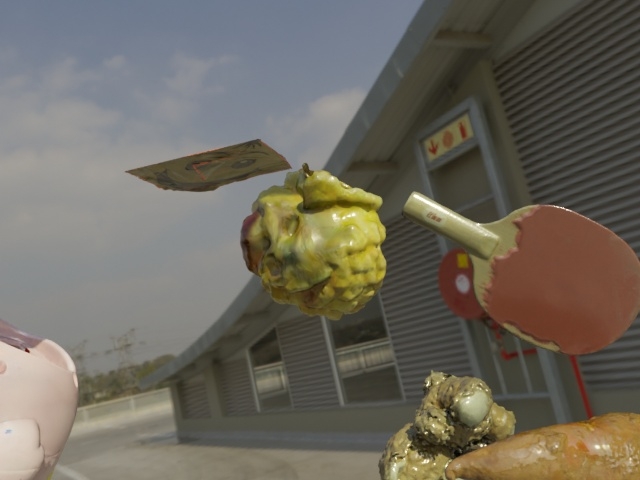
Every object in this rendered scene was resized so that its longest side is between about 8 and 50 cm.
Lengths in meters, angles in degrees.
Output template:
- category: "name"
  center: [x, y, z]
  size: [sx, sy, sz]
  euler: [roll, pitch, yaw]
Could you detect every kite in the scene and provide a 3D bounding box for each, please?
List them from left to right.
- category: "kite"
  center: [-0.198, -0.145, 1.235]
  size: [0.378, 0.013, 0.327]
  euler: [-6, -10, -34]

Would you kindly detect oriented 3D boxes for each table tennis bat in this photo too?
- category: "table tennis bat"
  center: [0.185, 0.019, 0.591]
  size: [0.234, 0.131, 0.022]
  euler: [28, 11, 10]

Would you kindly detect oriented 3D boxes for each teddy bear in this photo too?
- category: "teddy bear"
  center: [0.208, 0.359, 1.103]
  size: [0.156, 0.256, 0.267]
  euler: [26, -15, 39]

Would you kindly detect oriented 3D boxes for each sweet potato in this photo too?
- category: "sweet potato"
  center: [0.174, 0.141, 0.389]
  size: [0.206, 0.068, 0.060]
  euler: [5, -3, -14]

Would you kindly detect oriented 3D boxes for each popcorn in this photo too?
- category: "popcorn"
  center: [-0.003, -0.001, 0.839]
  size: [0.218, 0.189, 0.169]
  euler: [19, 7, 32]

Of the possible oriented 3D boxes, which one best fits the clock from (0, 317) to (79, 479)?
- category: "clock"
  center: [-0.552, 0.219, 0.881]
  size: [0.368, 0.250, 0.377]
  euler: [20, -6, 40]
